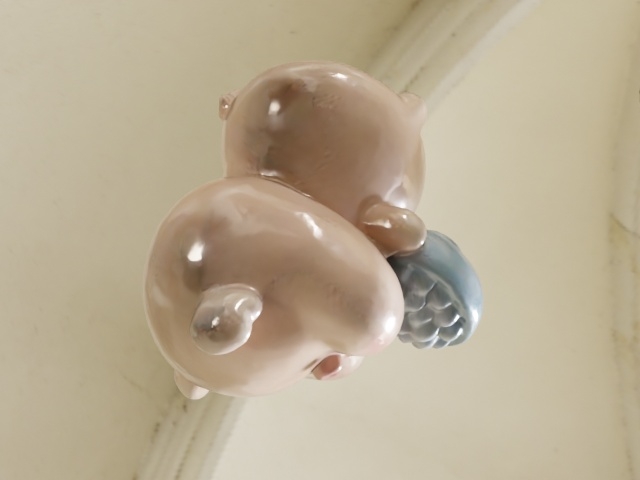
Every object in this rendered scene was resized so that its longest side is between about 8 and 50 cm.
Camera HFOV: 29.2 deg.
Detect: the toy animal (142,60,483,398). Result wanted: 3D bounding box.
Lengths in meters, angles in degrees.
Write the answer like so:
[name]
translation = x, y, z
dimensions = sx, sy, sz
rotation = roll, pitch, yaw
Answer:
[toy animal]
translation = -0.018, -0.011, 0.860
dimensions = 0.230, 0.210, 0.221
rotation = -13, -103, -9
